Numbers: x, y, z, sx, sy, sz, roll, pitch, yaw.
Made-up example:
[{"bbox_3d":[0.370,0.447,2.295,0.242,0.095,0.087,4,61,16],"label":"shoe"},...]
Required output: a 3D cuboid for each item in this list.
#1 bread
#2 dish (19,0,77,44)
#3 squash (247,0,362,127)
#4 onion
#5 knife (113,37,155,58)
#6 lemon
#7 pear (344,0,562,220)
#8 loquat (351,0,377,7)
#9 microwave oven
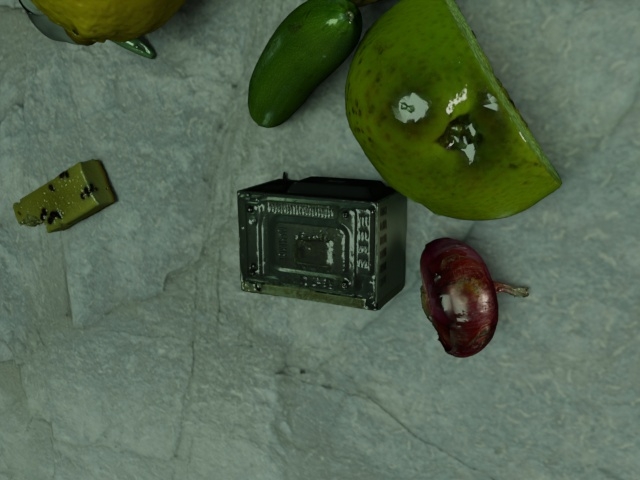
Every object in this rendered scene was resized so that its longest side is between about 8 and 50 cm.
[{"bbox_3d":[-0.465,-0.066,1.084,0.226,0.049,0.088,-22,93,31],"label":"bread"},{"bbox_3d":[-0.430,-0.408,0.962,0.191,0.066,0.190,8,107,26],"label":"dish"},{"bbox_3d":[-0.032,-0.213,0.733,0.082,0.082,0.292,65,156,-1],"label":"squash"},{"bbox_3d":[0.193,0.065,0.746,0.140,0.150,0.150,-11,99,-1],"label":"onion"},{"bbox_3d":[-0.378,-0.364,0.916,0.293,0.020,0.043,31,113,-8],"label":"knife"},{"bbox_3d":[-0.276,-0.397,0.783,0.245,0.245,0.319,37,124,14],"label":"lemon"},{"bbox_3d":[0.124,-0.126,0.649,0.159,0.292,0.292,-30,88,21],"label":"pear"},{"bbox_3d":[0.042,-0.353,0.665,0.213,0.213,0.246,-30,131,31],"label":"loquat"},{"bbox_3d":[0.000,0.000,0.812,0.205,0.129,0.162,5,107,26],"label":"microwave oven"}]
